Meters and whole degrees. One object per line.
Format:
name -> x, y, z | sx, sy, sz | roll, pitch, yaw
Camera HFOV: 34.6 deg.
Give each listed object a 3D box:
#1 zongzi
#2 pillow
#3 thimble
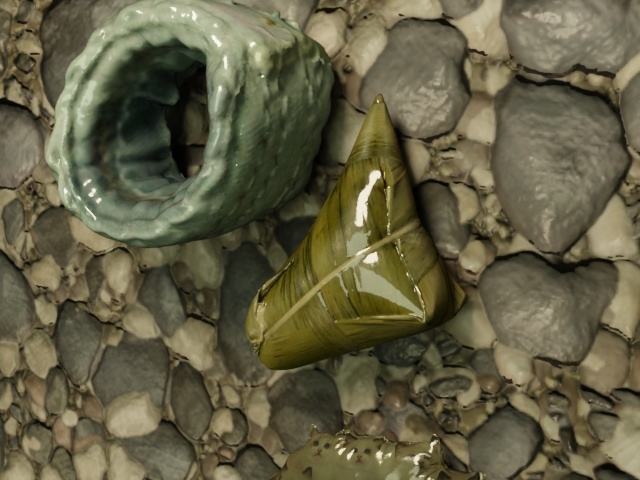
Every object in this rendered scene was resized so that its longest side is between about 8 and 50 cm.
zongzi -> -0.002, 0.001, 0.901 | 0.205, 0.094, 0.204 | -20, 84, 28
pillow -> 0.053, 0.214, 0.925 | 0.241, 0.051, 0.093 | 0, 97, 30
thimble -> -0.114, -0.105, 0.898 | 0.250, 0.172, 0.204 | -32, 80, 29
